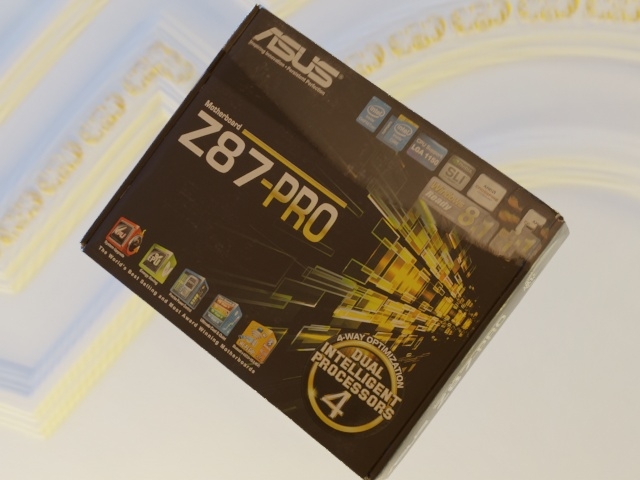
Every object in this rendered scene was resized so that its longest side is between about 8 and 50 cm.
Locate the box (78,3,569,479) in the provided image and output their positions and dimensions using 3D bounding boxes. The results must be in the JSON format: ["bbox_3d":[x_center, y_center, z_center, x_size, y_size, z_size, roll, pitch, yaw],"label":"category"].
[{"bbox_3d":[0.000,0.000,1.281,0.395,0.097,0.318,38,-90,17],"label":"box"}]
